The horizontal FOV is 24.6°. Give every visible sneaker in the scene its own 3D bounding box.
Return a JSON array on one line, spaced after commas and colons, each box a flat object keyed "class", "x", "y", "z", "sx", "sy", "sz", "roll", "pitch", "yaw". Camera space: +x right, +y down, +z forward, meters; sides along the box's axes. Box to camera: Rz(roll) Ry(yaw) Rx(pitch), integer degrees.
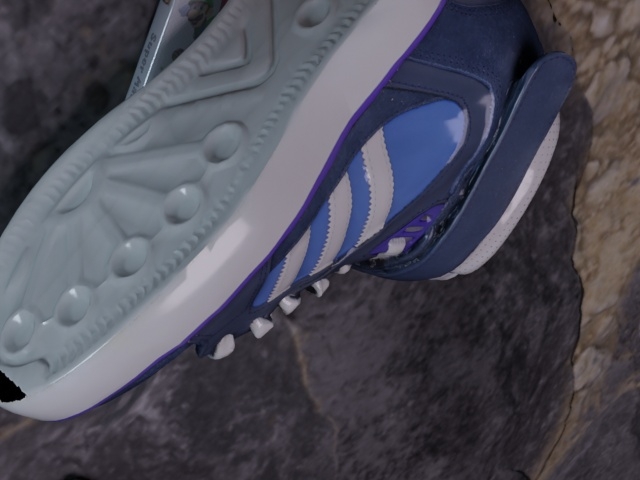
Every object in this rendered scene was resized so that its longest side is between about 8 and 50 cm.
[{"class": "sneaker", "x": 0.000, "y": -0.001, "z": 0.757, "sx": 0.323, "sy": 0.130, "sz": 0.236, "roll": -50, "pitch": 138, "yaw": -6}]

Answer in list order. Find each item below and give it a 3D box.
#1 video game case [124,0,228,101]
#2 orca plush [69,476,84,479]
[{"class": "video game case", "x": -0.045, "y": -0.083, "z": 0.765, "sx": 0.119, "sy": 0.015, "sz": 0.166, "roll": 1, "pitch": 121, "yaw": -43}, {"class": "orca plush", "x": -0.166, "y": 0.209, "z": 0.828, "sx": 0.151, "sy": 0.102, "sz": 0.287, "roll": -40, "pitch": 140, "yaw": -9}]
